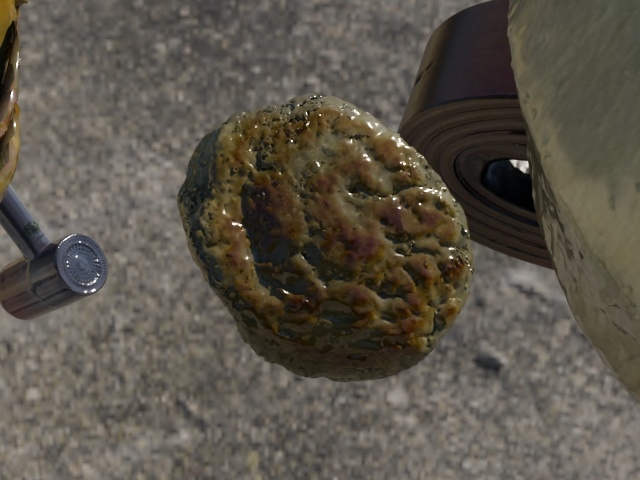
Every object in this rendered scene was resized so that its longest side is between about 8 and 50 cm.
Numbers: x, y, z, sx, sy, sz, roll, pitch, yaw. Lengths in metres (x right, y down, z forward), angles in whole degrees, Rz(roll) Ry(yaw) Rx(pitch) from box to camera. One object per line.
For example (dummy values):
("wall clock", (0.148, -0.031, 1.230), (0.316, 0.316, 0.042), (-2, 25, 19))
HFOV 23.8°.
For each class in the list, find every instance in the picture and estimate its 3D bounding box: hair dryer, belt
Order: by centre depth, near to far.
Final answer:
("hair dryer", (-0.176, -0.010, 0.858), (0.063, 0.114, 0.037), (-21, 19, 40))
("belt", (0.231, -0.075, 1.134), (0.338, 0.217, 0.122), (10, 55, 13))

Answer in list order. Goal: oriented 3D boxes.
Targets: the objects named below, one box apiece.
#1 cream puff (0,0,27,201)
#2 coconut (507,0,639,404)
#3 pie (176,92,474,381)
("cream puff", (-0.129, -0.045, 0.319), (0.104, 0.119, 0.133), (0, 18, 36))
("coconut", (0.183, -0.059, 0.357), (0.237, 0.266, 0.237), (19, 48, -23))
("pie", (0.000, 0.000, 0.943), (0.193, 0.079, 0.163), (45, 66, -5))
